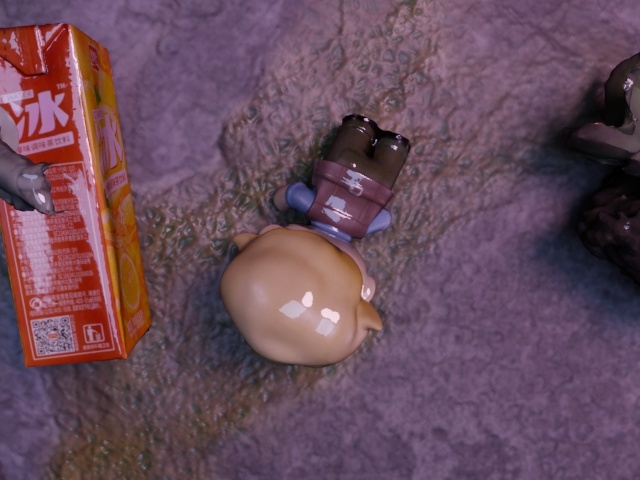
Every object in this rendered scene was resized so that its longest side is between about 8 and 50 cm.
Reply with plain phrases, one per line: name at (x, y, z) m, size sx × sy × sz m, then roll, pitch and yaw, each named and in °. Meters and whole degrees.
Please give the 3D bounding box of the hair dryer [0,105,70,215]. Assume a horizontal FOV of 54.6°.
hair dryer at (-0.253, -0.074, 0.349) m, size 0.357 × 0.108 × 0.173 m, roll 26°, pitch 97°, yaw 32°

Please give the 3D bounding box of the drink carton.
drink carton at (-0.179, -0.031, 0.443) m, size 0.071 × 0.096 × 0.222 m, roll -6°, pitch 97°, yaw -3°

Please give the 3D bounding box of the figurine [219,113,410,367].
figurine at (0.000, 0.000, 0.471) m, size 0.114 × 0.108 × 0.195 m, roll 26°, pitch 76°, yaw -17°

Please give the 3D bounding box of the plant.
plant at (0.264, -0.039, 0.454) m, size 0.203 × 0.131 × 0.142 m, roll 43°, pitch 51°, yaw -10°
